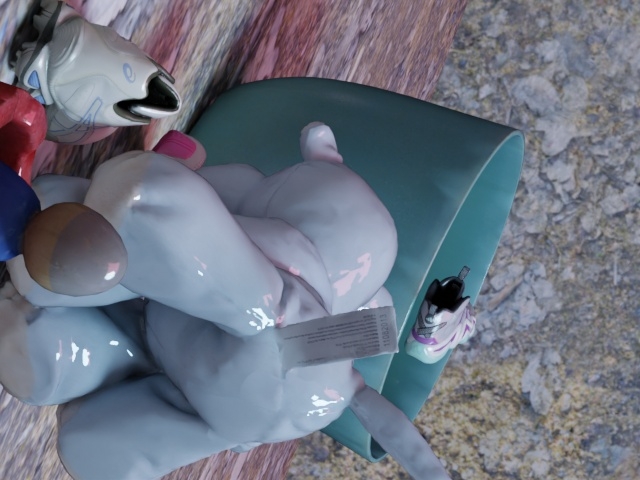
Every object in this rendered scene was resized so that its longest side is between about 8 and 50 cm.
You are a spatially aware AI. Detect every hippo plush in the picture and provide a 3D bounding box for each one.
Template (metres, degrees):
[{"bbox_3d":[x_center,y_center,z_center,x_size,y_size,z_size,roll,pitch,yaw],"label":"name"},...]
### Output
[{"bbox_3d":[-0.051,0.006,1.258,0.236,0.294,0.234,-58,134,-51],"label":"hippo plush"}]

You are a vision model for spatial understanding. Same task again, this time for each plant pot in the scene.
[{"bbox_3d":[0.000,0.000,1.628,0.293,0.235,0.293,-60,167,-25],"label":"plant pot"}]

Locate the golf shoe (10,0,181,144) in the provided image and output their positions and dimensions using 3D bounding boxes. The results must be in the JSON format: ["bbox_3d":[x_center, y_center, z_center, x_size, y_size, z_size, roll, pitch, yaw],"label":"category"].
[{"bbox_3d":[-0.122,-0.083,1.168,0.176,0.086,0.069,57,55,-82],"label":"golf shoe"}]

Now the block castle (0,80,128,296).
[{"bbox_3d":[-0.107,-0.182,0.518,0.303,0.212,0.453,-31,144,-76],"label":"block castle"}]

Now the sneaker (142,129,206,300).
[{"bbox_3d":[-0.109,0.029,1.466,0.103,0.111,0.252,-58,168,-48],"label":"sneaker"}]

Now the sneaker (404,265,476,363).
[{"bbox_3d":[0.100,0.046,1.496,0.098,0.038,0.069,-43,155,-60],"label":"sneaker"}]
